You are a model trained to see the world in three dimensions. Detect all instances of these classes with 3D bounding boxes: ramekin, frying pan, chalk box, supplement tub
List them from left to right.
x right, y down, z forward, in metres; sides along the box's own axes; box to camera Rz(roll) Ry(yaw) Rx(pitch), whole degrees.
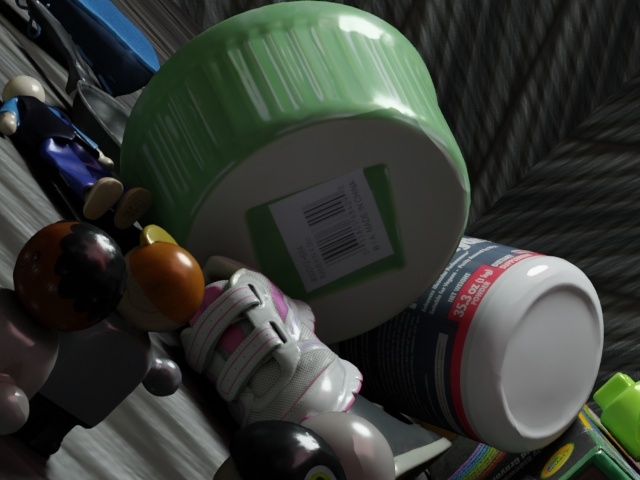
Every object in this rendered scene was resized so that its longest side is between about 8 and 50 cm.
[{"bbox_3d":[-0.227,-0.131,1.433,0.326,0.053,0.197,45,7,2],"label":"frying pan"},{"bbox_3d":[-0.015,-0.045,1.251,0.303,0.303,0.148,41,16,-41],"label":"ramekin"},{"bbox_3d":[0.124,0.087,1.400,0.272,0.191,0.191,15,-18,45],"label":"supplement tub"},{"bbox_3d":[0.248,0.286,1.410,0.179,0.180,0.289,44,9,-17],"label":"chalk box"}]

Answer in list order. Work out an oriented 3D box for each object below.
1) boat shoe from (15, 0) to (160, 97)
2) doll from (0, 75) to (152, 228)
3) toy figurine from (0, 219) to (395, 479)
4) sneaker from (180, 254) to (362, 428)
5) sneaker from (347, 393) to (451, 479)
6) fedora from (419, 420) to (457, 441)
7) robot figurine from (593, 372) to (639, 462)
[{"bbox_3d":[-0.291,-0.252,1.619,0.258,0.089,0.109,48,18,-31],"label":"boat shoe"},{"bbox_3d":[-0.220,-0.080,1.209,0.189,0.046,0.129,44,14,33],"label":"doll"},{"bbox_3d":[-0.078,0.091,0.662,0.209,0.148,0.213,48,8,14],"label":"toy figurine"},{"bbox_3d":[-0.054,0.089,1.085,0.111,0.103,0.252,39,3,-24],"label":"sneaker"},{"bbox_3d":[0.040,0.165,1.226,0.118,0.083,0.222,48,8,14],"label":"sneaker"},{"bbox_3d":[0.167,0.212,1.610,0.194,0.194,0.079,37,52,-55],"label":"fedora"},{"bbox_3d":[0.332,0.189,1.431,0.115,0.067,0.101,50,10,23],"label":"robot figurine"}]
